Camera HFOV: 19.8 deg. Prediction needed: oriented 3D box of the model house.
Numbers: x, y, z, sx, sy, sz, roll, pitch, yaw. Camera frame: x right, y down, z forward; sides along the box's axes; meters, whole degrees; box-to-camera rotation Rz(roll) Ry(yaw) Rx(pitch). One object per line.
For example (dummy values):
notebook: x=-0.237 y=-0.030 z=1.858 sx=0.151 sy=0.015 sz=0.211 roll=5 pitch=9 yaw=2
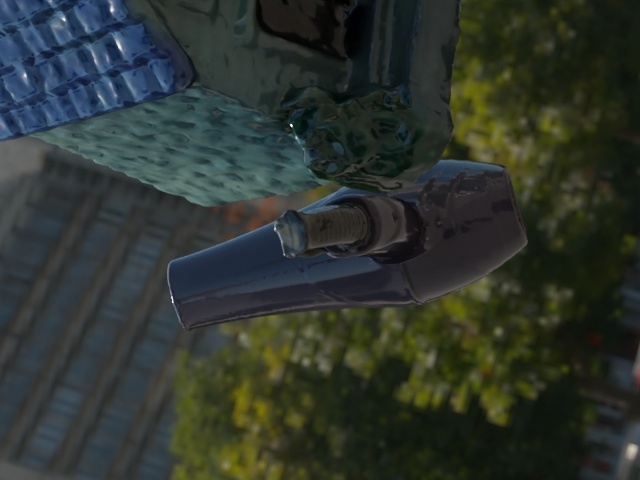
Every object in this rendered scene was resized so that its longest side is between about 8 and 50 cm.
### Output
model house: x=-0.113 y=-0.197 z=1.051 sx=0.329 sy=0.252 sz=0.294 roll=19 pitch=-109 yaw=-37

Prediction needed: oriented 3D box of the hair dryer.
hair dryer: x=0.000 y=0.000 z=1.430 sx=0.361 sy=0.301 sz=0.121 roll=24 pitch=-129 yaw=-79
